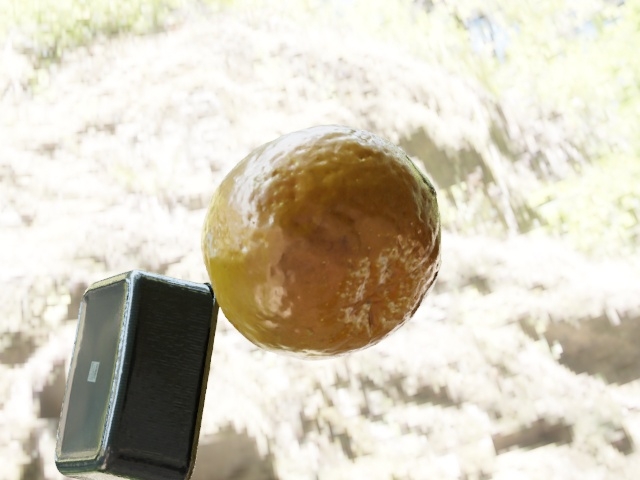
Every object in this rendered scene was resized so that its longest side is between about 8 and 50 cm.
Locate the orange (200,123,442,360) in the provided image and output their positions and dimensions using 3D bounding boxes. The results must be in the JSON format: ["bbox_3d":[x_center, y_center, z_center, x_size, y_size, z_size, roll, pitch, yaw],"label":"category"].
[{"bbox_3d":[0.002,0.000,1.157,0.177,0.155,0.177,-31,-27,-18],"label":"orange"}]

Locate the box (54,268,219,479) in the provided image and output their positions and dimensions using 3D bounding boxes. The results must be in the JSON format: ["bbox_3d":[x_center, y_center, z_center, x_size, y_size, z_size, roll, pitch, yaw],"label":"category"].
[{"bbox_3d":[-0.174,0.131,1.508,0.090,0.201,0.144,17,-16,-28],"label":"box"}]
